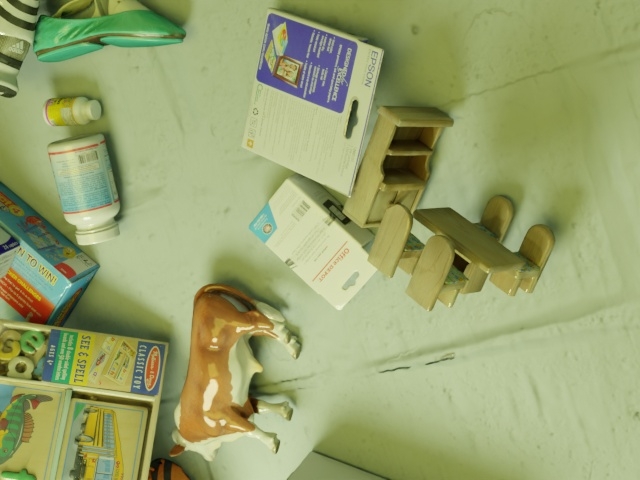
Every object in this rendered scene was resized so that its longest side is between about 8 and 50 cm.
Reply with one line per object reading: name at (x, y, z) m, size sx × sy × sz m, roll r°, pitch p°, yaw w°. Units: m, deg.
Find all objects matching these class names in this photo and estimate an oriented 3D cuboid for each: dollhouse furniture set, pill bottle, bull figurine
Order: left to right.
pill bottle at (-0.377, -0.197, 1.643) m, size 0.083 × 0.043 × 0.043 m, roll 0°, pitch 106°, yaw 22°
pill bottle at (-0.356, -0.078, 1.647) m, size 0.087 × 0.087 × 0.160 m, roll -6°, pitch 103°, yaw 24°
bull figurine at (-0.136, 0.220, 1.643) m, size 0.189 × 0.101 × 0.310 m, roll 11°, pitch 112°, yaw 15°
dollhouse furniture set at (0.162, -0.047, 1.382) m, size 0.242 × 0.212 × 0.161 m, roll 40°, pitch 121°, yaw 37°

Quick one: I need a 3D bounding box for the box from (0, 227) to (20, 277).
box at (-0.552, 0.009, 1.634) m, size 0.137 × 0.126 × 0.072 m, roll 37°, pitch 117°, yaw 8°

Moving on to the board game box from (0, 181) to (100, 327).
board game box at (-0.561, 0.067, 1.775) m, size 0.308 × 0.086 × 0.302 m, roll 40°, pitch 116°, yaw 7°

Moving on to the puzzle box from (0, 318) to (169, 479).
puzzle box at (-0.388, 0.330, 1.606) m, size 0.272 × 0.408 × 0.052 m, roll 9°, pitch 155°, yaw -8°

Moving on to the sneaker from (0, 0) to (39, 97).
sneaker at (-0.589, -0.404, 1.635) m, size 0.448 × 0.169 × 0.257 m, roll 24°, pitch 93°, yaw 21°

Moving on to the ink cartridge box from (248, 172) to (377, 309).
ink cartridge box at (0.000, 0.000, 1.540) m, size 0.180 × 0.060 × 0.104 m, roll 43°, pitch 116°, yaw 5°

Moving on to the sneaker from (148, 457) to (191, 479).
sneaker at (-0.331, 0.421, 1.725) m, size 0.321 × 0.180 × 0.124 m, roll 24°, pitch 117°, yaw -10°

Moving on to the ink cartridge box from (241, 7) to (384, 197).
ink cartridge box at (-0.005, -0.188, 1.463) m, size 0.208 × 0.045 × 0.206 m, roll 27°, pitch 115°, yaw 34°

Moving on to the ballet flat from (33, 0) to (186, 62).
ballet flat at (-0.312, -0.315, 1.564) m, size 0.247 × 0.083 × 0.087 m, roll -3°, pitch 91°, yaw 21°

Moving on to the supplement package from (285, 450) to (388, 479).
supplement package at (0.069, 0.467, 1.588) m, size 0.293 × 0.177 × 0.175 m, roll 18°, pitch 112°, yaw 17°
